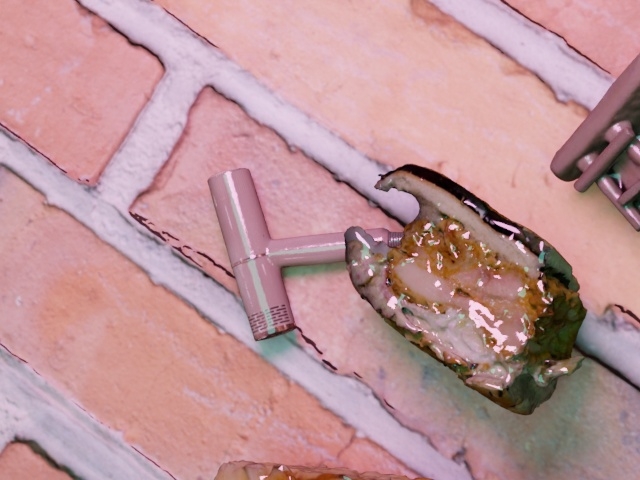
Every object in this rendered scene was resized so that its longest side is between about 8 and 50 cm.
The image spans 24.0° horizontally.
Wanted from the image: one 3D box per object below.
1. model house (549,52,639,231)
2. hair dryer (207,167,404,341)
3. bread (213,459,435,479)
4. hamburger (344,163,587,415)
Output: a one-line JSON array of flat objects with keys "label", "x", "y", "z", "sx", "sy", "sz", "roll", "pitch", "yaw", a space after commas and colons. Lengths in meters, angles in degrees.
[{"label": "model house", "x": 0.375, "y": -0.092, "z": 1.543, "sx": 0.188, "sy": 0.122, "sz": 0.229, "roll": 49, "pitch": 124, "yaw": 15}, {"label": "hair dryer", "x": -0.001, "y": -0.013, "z": 1.688, "sx": 0.220, "sy": 0.053, "sz": 0.195, "roll": -20, "pitch": 83, "yaw": 12}, {"label": "bread", "x": 0.085, "y": 0.419, "z": 1.511, "sx": 0.371, "sy": 0.279, "sz": 0.390, "roll": 2, "pitch": 88, "yaw": 28}, {"label": "hamburger", "x": 0.167, "y": 0.058, "z": 1.585, "sx": 0.288, "sy": 0.192, "sz": 0.167, "roll": 37, "pitch": 90, "yaw": 33}]
